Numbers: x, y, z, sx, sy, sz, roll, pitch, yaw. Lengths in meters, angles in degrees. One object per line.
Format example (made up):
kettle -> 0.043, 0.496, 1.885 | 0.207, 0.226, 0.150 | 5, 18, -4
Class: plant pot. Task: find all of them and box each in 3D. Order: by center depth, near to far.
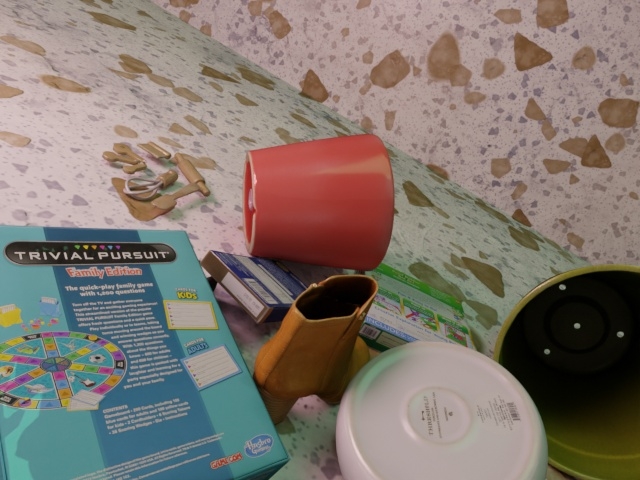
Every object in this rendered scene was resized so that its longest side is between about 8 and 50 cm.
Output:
plant pot -> -0.020, -0.073, 0.932 | 0.243, 0.275, 0.275 | 0, 34, -14
plant pot -> 0.523, 0.205, 0.939 | 0.366, 0.366, 0.353 | 35, 14, 12

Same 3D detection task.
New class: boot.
boot -> 0.029, 0.133, 0.668 | 0.104, 0.211, 0.295 | 42, 28, 23

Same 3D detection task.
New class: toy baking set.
toy baking set -> -0.329, -0.130, 0.996 | 0.197, 0.030, 0.256 | -7, 43, -47

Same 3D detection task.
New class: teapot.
teapot -> 0.138, 0.260, 0.593 | 0.253, 0.187, 0.256 | 28, 50, 36

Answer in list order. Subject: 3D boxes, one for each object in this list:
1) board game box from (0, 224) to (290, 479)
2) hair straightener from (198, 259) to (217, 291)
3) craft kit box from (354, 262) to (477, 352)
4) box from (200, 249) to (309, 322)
board game box -> -0.217, 0.131, 0.522 | 0.254, 0.079, 0.336 | 2, 46, -44
hair straightener -> -0.217, 0.096, 0.673 | 0.089, 0.047, 0.230 | 36, 27, 14
craft kit box -> 0.184, 0.154, 0.968 | 0.250, 0.061, 0.246 | 26, 29, -7
box -> -0.085, 0.078, 0.806 | 0.136, 0.036, 0.225 | 40, 11, 22
